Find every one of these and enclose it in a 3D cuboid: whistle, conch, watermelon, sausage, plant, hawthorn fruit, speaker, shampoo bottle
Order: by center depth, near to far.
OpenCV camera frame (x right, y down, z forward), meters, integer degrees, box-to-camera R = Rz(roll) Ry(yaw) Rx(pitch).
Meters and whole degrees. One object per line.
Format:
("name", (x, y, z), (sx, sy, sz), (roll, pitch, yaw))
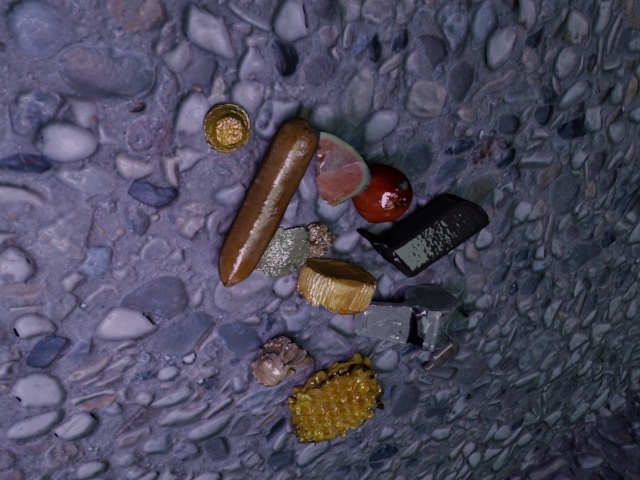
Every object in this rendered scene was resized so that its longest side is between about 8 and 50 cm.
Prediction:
("sausage", (-0.150, -0.099, 1.289), (0.123, 0.136, 0.501), (26, 97, -15))
("watermelon", (0.075, -0.197, 1.324), (0.231, 0.146, 0.128), (70, 33, -58))
("hawthorn fruit", (0.195, -0.134, 1.408), (0.185, 0.202, 0.185), (-10, 110, -28))
("plant", (0.000, 0.000, 1.464), (0.116, 0.104, 0.122), (-32, 163, 31))
("conch", (-0.117, 0.401, 1.537), (0.245, 0.178, 0.163), (49, 43, -61))
("speaker", (0.335, -0.045, 1.540), (0.388, 0.180, 0.184), (-33, 119, -9))
("whistle", (0.324, 0.284, 1.680), (0.404, 0.188, 0.168), (-7, 116, -24))
("shampoo bottle", (0.493, 0.484, 1.951), (0.165, 0.040, 0.080), (-38, 125, -5))

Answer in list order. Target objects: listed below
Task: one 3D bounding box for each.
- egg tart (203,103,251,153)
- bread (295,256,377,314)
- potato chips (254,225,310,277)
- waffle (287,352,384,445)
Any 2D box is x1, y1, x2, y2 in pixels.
("egg tart", (-0.235, -0.284, 1.210), (0.130, 0.052, 0.130), (-11, 115, -24))
("bread", (0.049, 0.147, 1.484), (0.250, 0.179, 0.133), (8, 114, -30))
("potato chips", (-0.145, 0.036, 1.401), (0.228, 0.059, 0.167), (2, 104, -12))
("waffle", (0.057, 0.604, 1.760), (0.379, 0.095, 0.382), (-22, 124, -15))
